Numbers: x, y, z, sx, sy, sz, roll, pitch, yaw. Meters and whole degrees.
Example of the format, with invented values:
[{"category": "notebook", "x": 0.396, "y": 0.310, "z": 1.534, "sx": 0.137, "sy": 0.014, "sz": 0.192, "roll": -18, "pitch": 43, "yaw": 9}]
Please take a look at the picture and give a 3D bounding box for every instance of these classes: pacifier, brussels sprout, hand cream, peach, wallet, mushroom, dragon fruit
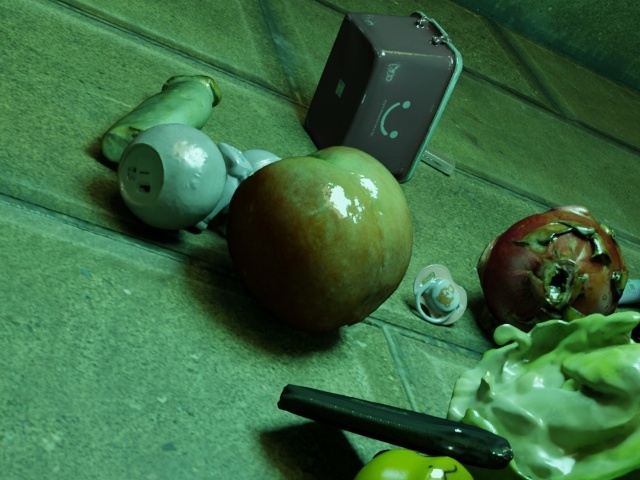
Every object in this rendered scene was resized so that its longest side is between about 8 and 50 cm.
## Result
[{"category": "pacifier", "x": 0.173, "y": 0.085, "z": 1.711, "sx": 0.099, "sy": 0.081, "sz": 0.078, "roll": 52, "pitch": -13, "yaw": -15}, {"category": "brussels sprout", "x": 0.332, "y": 0.262, "z": 1.314, "sx": 0.371, "sy": 0.315, "sz": 0.276, "roll": 7, "pitch": 44, "yaw": 27}, {"category": "hand cream", "x": 0.559, "y": 0.098, "z": 2.146, "sx": 0.174, "sy": 0.047, "sz": 0.076, "roll": 0, "pitch": 42, "yaw": -36}, {"category": "peach", "x": 0.000, "y": 0.000, "z": 1.458, "sx": 0.252, "sy": 0.252, "sz": 0.252, "roll": 26, "pitch": 26, "yaw": -14}, {"category": "wallet", "x": 0.082, "y": 0.204, "z": 1.231, "sx": 0.250, "sy": 0.044, "sz": 0.149, "roll": 9, "pitch": -10, "yaw": 35}, {"category": "mushroom", "x": -0.233, "y": -0.181, "z": 1.677, "sx": 0.100, "sy": 0.081, "sz": 0.312, "roll": -7, "pitch": 21, "yaw": 16}, {"category": "dragon fruit", "x": 0.365, "y": 0.066, "z": 1.757, "sx": 0.250, "sy": 0.250, "sz": 0.315, "roll": 37, "pitch": 28, "yaw": 8}]

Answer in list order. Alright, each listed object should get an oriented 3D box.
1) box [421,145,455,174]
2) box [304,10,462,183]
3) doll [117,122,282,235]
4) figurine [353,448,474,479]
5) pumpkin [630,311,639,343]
[{"category": "box", "x": 0.218, "y": -0.172, "z": 2.245, "sx": 0.115, "sy": 0.025, "sz": 0.048, "roll": 29, "pitch": 21, "yaw": -8}, {"category": "box", "x": 0.101, "y": -0.261, "z": 1.983, "sx": 0.167, "sy": 0.294, "sz": 0.193, "roll": 3, "pitch": 37, "yaw": -29}, {"category": "doll", "x": -0.145, "y": -0.083, "z": 1.545, "sx": 0.287, "sy": 0.151, "sz": 0.151, "roll": 2, "pitch": 39, "yaw": -52}, {"category": "figurine", "x": 0.134, "y": 0.313, "z": 1.121, "sx": 0.326, "sy": 0.169, "sz": 0.218, "roll": 37, "pitch": 31, "yaw": 14}, {"category": "pumpkin", "x": 0.652, "y": 0.194, "z": 1.937, "sx": 0.233, "sy": 0.163, "sz": 0.233, "roll": 28, "pitch": 24, "yaw": -13}]
